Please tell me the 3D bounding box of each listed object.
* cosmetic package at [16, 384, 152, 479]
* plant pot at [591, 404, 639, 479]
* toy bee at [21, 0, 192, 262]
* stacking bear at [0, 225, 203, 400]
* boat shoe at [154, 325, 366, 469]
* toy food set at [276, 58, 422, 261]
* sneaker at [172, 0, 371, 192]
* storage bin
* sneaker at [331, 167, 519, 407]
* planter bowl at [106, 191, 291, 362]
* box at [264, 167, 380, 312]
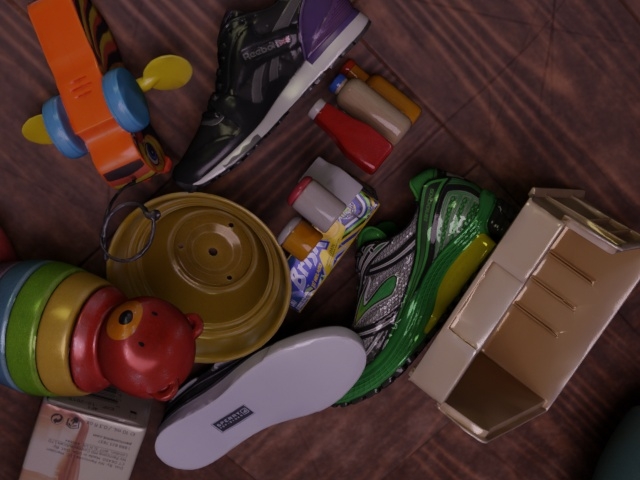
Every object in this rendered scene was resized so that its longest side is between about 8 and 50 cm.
[{"bbox_3d":[-0.310,0.302,1.435,0.129,0.153,0.296,17,108,-11],"label":"cosmetic package"},{"bbox_3d":[0.472,0.307,1.481,0.290,0.290,0.196,-1,77,-6],"label":"plant pot"},{"bbox_3d":[-0.234,-0.119,1.276,0.195,0.162,0.299,0,85,16],"label":"toy bee"},{"bbox_3d":[-0.275,0.101,1.292,0.288,0.175,0.164,10,143,20],"label":"stacking bear"},{"bbox_3d":[-0.076,0.172,1.415,0.301,0.102,0.108,-34,120,23],"label":"boat shoe"},{"bbox_3d":[0.012,-0.099,1.287,0.104,0.111,0.232,39,78,0],"label":"toy food set"},{"bbox_3d":[-0.083,-0.182,1.279,0.124,0.107,0.283,44,80,-11],"label":"sneaker"},{"bbox_3d":[0.251,0.078,1.343,0.123,0.260,0.262,38,108,21],"label":"storage bin"},{"bbox_3d":[0.090,0.060,1.412,0.146,0.134,0.344,37,109,8],"label":"sneaker"},{"bbox_3d":[-0.134,0.029,1.366,0.217,0.090,0.217,3,114,7],"label":"planter bowl"},{"bbox_3d":[0.000,0.000,1.395,0.054,0.059,0.169,32,105,-13],"label":"box"}]
